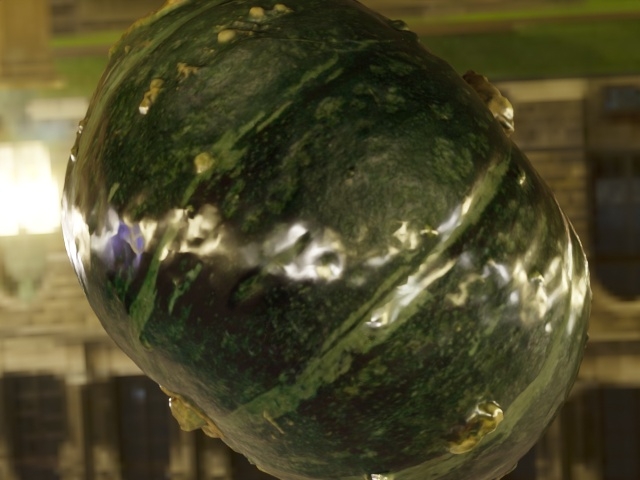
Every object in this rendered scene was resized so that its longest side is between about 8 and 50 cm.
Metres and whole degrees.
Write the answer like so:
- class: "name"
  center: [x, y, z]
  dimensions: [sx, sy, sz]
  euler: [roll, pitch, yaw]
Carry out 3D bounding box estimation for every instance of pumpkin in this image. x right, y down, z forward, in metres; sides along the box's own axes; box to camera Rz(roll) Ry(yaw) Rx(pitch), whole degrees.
- class: "pumpkin"
  center: [0.000, 0.001, 0.616]
  dimensions: [0.146, 0.190, 0.190]
  euler: [-53, -152, -20]
